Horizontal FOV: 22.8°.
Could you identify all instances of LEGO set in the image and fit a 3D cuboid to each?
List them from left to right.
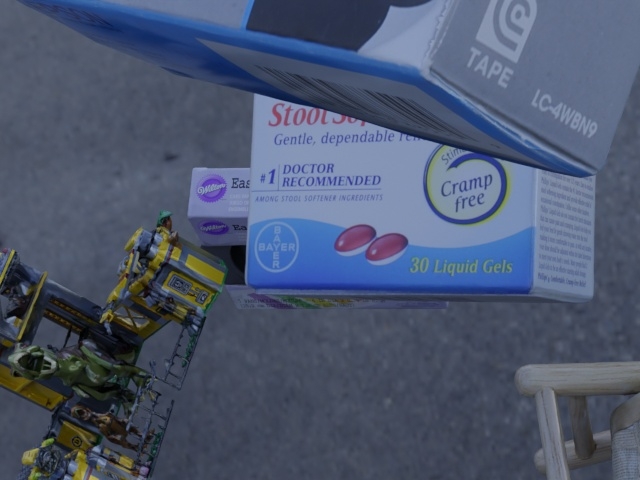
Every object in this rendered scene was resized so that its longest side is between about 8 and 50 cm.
[{"bbox_3d":[-0.238,0.114,1.320,0.255,0.192,0.331,-27,38,57],"label":"LEGO set"}]

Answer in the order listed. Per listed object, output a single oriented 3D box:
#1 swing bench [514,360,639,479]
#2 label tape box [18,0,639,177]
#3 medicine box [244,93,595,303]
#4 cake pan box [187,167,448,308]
[{"bbox_3d":[0.256,0.193,0.882,0.255,0.165,0.253,-10,62,8],"label":"swing bench"},{"bbox_3d":[0.042,-0.221,0.602,0.249,0.115,0.347,19,89,46],"label":"label tape box"},{"bbox_3d":[0.087,-0.094,1.344,0.263,0.289,0.149,0,-5,28],"label":"medicine box"},{"bbox_3d":[0.000,0.000,1.755,0.267,0.246,0.070,0,62,10],"label":"cake pan box"}]
